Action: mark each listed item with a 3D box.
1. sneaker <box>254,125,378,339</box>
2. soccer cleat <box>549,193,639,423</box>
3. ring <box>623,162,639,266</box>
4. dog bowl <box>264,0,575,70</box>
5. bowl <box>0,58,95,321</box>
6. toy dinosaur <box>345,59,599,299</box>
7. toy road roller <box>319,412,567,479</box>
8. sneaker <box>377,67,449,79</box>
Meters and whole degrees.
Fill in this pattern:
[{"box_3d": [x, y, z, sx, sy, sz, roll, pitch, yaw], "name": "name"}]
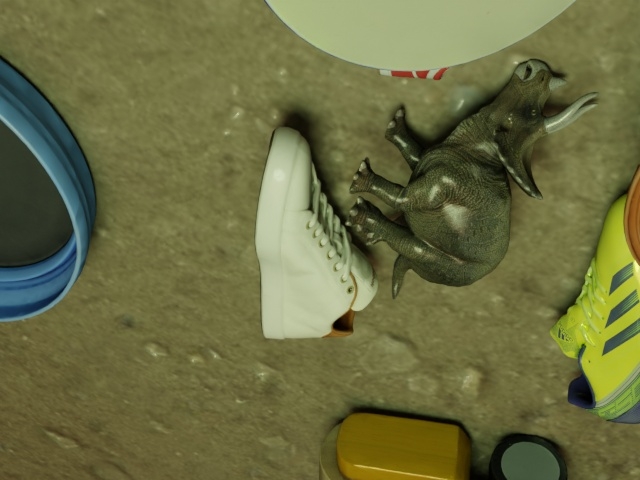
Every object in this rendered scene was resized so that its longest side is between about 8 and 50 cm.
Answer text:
[{"box_3d": [0.000, 0.000, 0.842, 0.123, 0.106, 0.290, 5, 143, 4], "name": "sneaker"}, {"box_3d": [0.282, 0.078, 0.824, 0.121, 0.093, 0.289, 3, 133, 24], "name": "soccer cleat"}, {"box_3d": [0.394, -0.049, 0.616, 0.337, 0.032, 0.336, -4, 141, -3], "name": "ring"}, {"box_3d": [0.066, -0.239, 0.514, 0.265, 0.104, 0.265, -9, 137, -8], "name": "dog bowl"}, {"box_3d": [-0.430, -0.070, 0.919, 0.391, 0.077, 0.391, 9, 134, 10], "name": "bowl"}, {"box_3d": [0.112, -0.018, 0.769, 0.160, 0.121, 0.313, 25, 132, 12], "name": "toy dinosaur"}, {"box_3d": [0.146, 0.372, 1.037, 0.330, 0.240, 0.202, 9, 134, 10], "name": "toy road roller"}, {"box_3d": [0.082, -0.179, 0.678, 0.067, 0.042, 0.118, 13, 142, 11], "name": "sneaker"}]
